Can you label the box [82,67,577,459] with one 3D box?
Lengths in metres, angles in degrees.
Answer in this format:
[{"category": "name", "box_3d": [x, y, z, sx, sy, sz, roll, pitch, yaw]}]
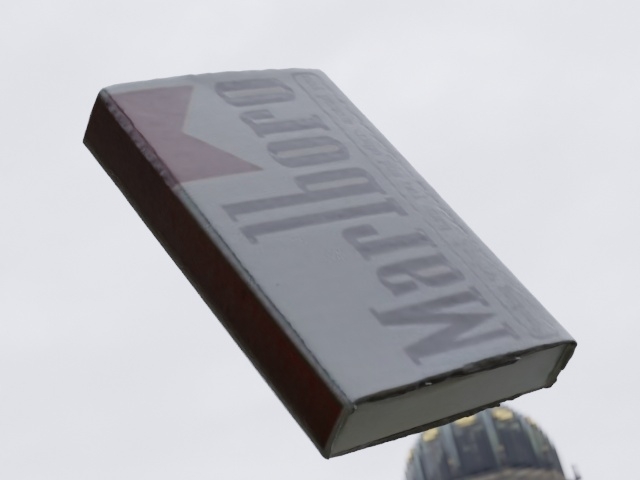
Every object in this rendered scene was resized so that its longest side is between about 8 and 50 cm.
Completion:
[{"category": "box", "box_3d": [0.000, 0.000, 0.507, 0.115, 0.177, 0.036, -11, -44, -37]}]
